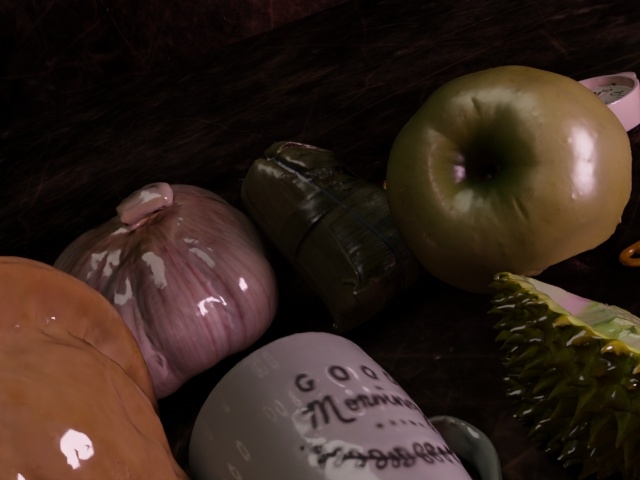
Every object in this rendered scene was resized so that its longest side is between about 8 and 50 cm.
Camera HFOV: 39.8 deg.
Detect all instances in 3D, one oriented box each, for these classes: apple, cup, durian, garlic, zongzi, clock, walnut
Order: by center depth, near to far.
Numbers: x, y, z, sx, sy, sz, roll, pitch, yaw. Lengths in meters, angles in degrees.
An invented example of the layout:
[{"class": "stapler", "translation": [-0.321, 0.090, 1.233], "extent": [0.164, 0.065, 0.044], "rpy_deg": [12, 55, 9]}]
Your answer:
[{"class": "walnut", "translation": [-0.271, 0.209, 0.686], "extent": [0.384, 0.383, 0.383], "rpy_deg": [-18, 25, 8]}, {"class": "cup", "translation": [0.058, 0.205, 0.705], "extent": [0.258, 0.186, 0.234], "rpy_deg": [-2, 25, -33]}, {"class": "durian", "translation": [0.248, 0.103, 0.753], "extent": [0.170, 0.157, 0.355], "rpy_deg": [-18, 20, -11]}, {"class": "apple", "translation": [0.208, -0.065, 0.989], "extent": [0.279, 0.279, 0.279], "rpy_deg": [-18, 25, 8]}, {"class": "garlic", "translation": [-0.206, 0.065, 1.135], "extent": [0.322, 0.241, 0.322], "rpy_deg": [-39, 17, 14]}, {"class": "zongzi", "translation": [0.058, -0.048, 1.136], "extent": [0.274, 0.250, 0.125], "rpy_deg": [-31, -14, -31]}, {"class": "clock", "translation": [0.411, -0.195, 1.347], "extent": [0.229, 0.063, 0.156], "rpy_deg": [-35, 25, -33]}]

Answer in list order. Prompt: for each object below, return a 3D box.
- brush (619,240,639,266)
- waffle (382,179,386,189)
[{"class": "brush", "translation": [0.459, -0.037, 1.037], "extent": [0.272, 0.013, 0.103], "rpy_deg": [-29, 25, -15]}, {"class": "waffle", "translation": [0.137, -0.064, 1.282], "extent": [0.193, 0.070, 0.197], "rpy_deg": [-36, 28, -27]}]
